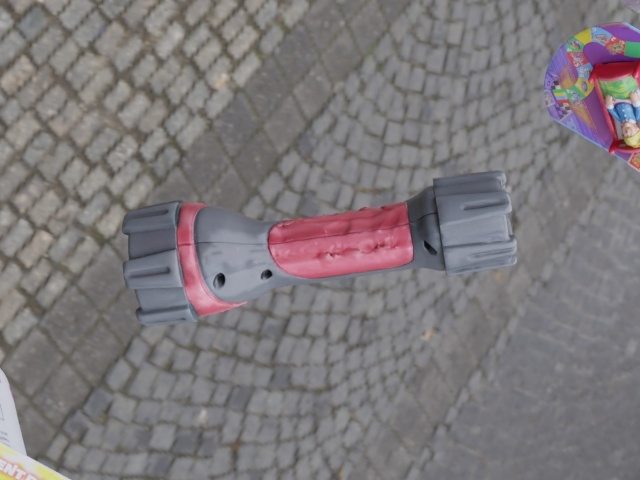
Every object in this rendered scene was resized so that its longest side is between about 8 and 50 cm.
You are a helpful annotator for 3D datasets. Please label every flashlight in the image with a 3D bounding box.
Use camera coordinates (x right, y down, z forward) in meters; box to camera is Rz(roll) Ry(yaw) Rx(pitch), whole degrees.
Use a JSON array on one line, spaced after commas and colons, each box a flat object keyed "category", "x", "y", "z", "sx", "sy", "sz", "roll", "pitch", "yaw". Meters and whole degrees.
[{"category": "flashlight", "x": 0.000, "y": 0.000, "z": 0.989, "sx": 0.103, "sy": 0.304, "sz": 0.103, "roll": -87, "pitch": 167, "yaw": -57}]

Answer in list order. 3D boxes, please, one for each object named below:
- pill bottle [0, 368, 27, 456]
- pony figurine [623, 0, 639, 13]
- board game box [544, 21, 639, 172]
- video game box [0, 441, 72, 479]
[{"category": "pill bottle", "x": -0.326, "y": 0.249, "z": 1.086, "sx": 0.160, "sy": 0.283, "sz": 0.160, "roll": -16, "pitch": 142, "yaw": -13}, {"category": "pony figurine", "x": 0.178, "y": -0.293, "z": 0.433, "sx": 0.351, "sy": 0.302, "sz": 0.363, "roll": -35, "pitch": 121, "yaw": 22}, {"category": "board game box", "x": 0.272, "y": -0.111, "z": 1.081, "sx": 0.033, "sy": 0.169, "sz": 0.133, "roll": -57, "pitch": 177, "yaw": -38}, {"category": "video game box", "x": -0.165, "y": 0.203, "z": 0.608, "sx": 0.187, "sy": 0.205, "sz": 0.048, "roll": -63, "pitch": -175, "yaw": -30}]
